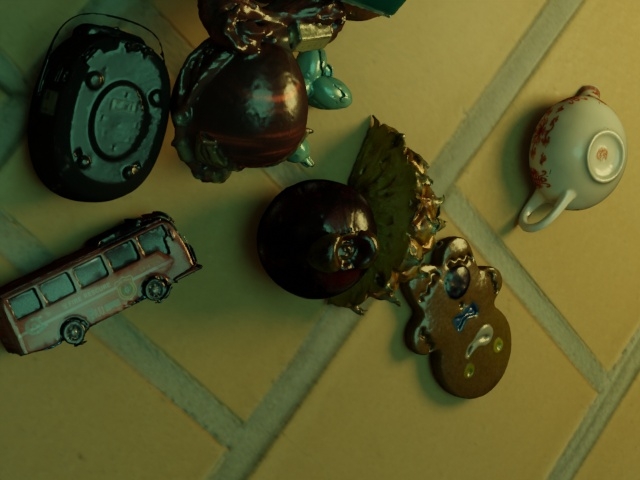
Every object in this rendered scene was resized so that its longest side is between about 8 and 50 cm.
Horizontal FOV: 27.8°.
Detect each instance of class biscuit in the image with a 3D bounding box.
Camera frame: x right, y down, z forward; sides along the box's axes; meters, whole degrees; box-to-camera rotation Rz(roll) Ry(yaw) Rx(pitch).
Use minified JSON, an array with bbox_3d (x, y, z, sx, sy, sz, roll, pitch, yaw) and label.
[{"bbox_3d":[0.194,0.112,1.775,0.180,0.039,0.236,-40,119,-26],"label":"biscuit"}]

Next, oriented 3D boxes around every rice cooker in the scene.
[{"bbox_3d":[-0.234,-0.139,1.378,0.142,0.118,0.203,9,95,-31],"label":"rice cooker"}]

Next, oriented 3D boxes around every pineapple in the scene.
[{"bbox_3d":[0.122,-0.013,1.645,0.164,0.139,0.250,26,78,-37],"label":"pineapple"}]

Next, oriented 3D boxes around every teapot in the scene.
[{"bbox_3d":[0.360,-0.113,1.827,0.245,0.116,0.159,-50,132,-13],"label":"teapot"}]

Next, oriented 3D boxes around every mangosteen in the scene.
[{"bbox_3d":[0.000,0.000,1.544,0.152,0.152,0.153,-6,100,-35],"label":"mangosteen"}]

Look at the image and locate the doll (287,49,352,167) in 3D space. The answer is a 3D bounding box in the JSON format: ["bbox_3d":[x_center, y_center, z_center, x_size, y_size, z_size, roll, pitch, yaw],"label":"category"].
[{"bbox_3d":[-0.036,-0.167,1.554,0.158,0.059,0.160,1,95,-34],"label":"doll"}]

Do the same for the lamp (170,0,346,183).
[{"bbox_3d":[-0.068,-0.168,1.413,0.215,0.151,0.223,-19,148,-49],"label":"lamp"}]

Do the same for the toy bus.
[{"bbox_3d":[-0.248,0.049,1.428,0.234,0.073,0.096,-30,106,-28],"label":"toy bus"}]

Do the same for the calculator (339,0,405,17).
[{"bbox_3d":[-0.020,-0.384,1.440,0.248,0.058,0.274,14,48,-32],"label":"calculator"}]

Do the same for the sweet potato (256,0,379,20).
[{"bbox_3d":[-0.084,-0.336,1.469,0.385,0.109,0.109,19,86,-28],"label":"sweet potato"}]
